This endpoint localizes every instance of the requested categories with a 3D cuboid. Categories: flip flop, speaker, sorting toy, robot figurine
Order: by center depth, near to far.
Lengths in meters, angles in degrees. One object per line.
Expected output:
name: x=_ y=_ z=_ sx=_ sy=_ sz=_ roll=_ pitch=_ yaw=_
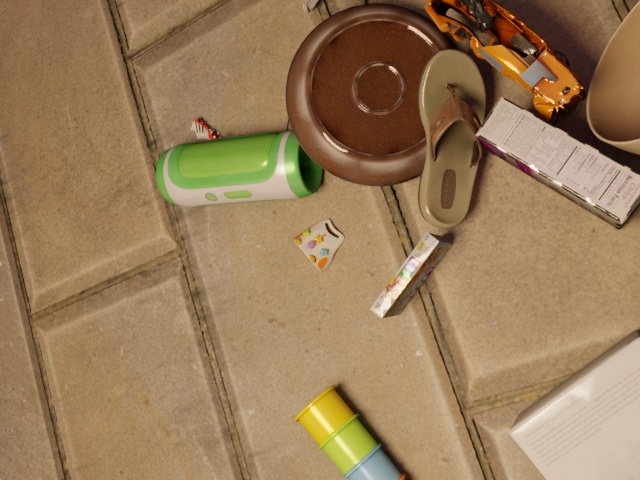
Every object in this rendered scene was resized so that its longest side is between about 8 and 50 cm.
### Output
robot figurine: x=0.271 y=-0.300 z=0.942 sx=0.291 sy=0.211 sz=0.085 roll=46 pitch=113 yaw=13
flip flop: x=0.205 y=-0.155 z=0.968 sx=0.112 sy=0.080 sz=0.277 roll=4 pitch=94 yaw=-7
sorting toy: x=0.000 y=0.000 z=1.134 sx=0.075 sy=0.045 sz=0.083 roll=-40 pitch=72 yaw=-3
speaker: x=-0.152 y=-0.130 z=1.156 sx=0.296 sy=0.131 sz=0.131 roll=-3 pitch=86 yaw=24

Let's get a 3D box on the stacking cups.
stacking cups: x=0.092 y=0.393 z=1.051 sx=0.096 sy=0.096 sz=0.316 roll=-46 pitch=76 yaw=15

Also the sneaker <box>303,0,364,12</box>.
sneaker: x=0.084 y=-0.479 z=1.104 sx=0.281 sy=0.105 sz=0.115 roll=-5 pitch=115 yaw=22

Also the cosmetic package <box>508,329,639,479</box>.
cosmetic package: x=0.428 y=0.283 z=0.871 sx=0.224 sy=0.138 sz=0.225 roll=-42 pitch=73 yaw=16

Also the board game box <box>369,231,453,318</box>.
board game box: x=0.150 y=0.058 z=1.024 sx=0.026 sy=0.103 sz=0.154 roll=40 pitch=103 yaw=20

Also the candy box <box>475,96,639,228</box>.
candy box: x=0.354 y=-0.110 z=0.913 sx=0.233 sy=0.159 sz=0.071 roll=37 pitch=103 yaw=20

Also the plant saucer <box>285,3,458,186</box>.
plant saucer: x=0.096 y=-0.247 z=1.033 sx=0.310 sy=0.050 sz=0.311 roll=0 pitch=88 yaw=0

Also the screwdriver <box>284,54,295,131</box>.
screwdriver: x=-0.056 y=-0.268 z=1.182 sx=0.025 sy=0.024 sz=0.170 roll=27 pitch=107 yaw=52

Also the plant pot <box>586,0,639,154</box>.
plant pot: x=0.524 y=-0.213 z=0.809 sx=0.190 sy=0.284 sz=0.284 roll=24 pitch=99 yaw=-12

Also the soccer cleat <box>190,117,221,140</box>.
soccer cleat: x=-0.229 y=-0.211 z=1.248 sx=0.083 sy=0.029 sz=0.036 roll=43 pitch=113 yaw=23
